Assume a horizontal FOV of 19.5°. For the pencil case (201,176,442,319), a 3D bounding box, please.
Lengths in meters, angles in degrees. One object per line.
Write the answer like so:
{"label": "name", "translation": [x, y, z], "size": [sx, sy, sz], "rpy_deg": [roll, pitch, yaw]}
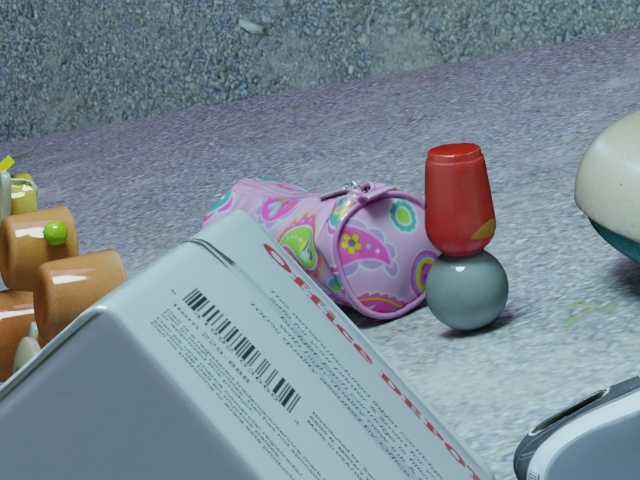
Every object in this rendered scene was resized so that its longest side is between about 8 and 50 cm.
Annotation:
{"label": "pencil case", "translation": [0.000, 0.000, 1.687], "size": [0.124, 0.124, 0.284], "rpy_deg": [-20, 11, -26]}

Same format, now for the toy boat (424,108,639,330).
{"label": "toy boat", "translation": [0.236, -0.016, 1.473], "size": [0.318, 0.148, 0.267], "rpy_deg": [-7, 16, 0]}

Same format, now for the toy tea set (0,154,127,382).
{"label": "toy tea set", "translation": [-0.197, 0.055, 1.523], "size": [0.124, 0.200, 0.336], "rpy_deg": [-3, 17, -22]}

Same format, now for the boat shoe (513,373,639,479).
{"label": "boat shoe", "translation": [0.213, 0.098, 1.055], "size": [0.228, 0.080, 0.076], "rpy_deg": [-24, 14, -10]}

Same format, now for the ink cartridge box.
{"label": "ink cartridge box", "translation": [-0.031, 0.115, 0.807], "size": [0.121, 0.211, 0.289], "rpy_deg": [-42, 0, 11]}
